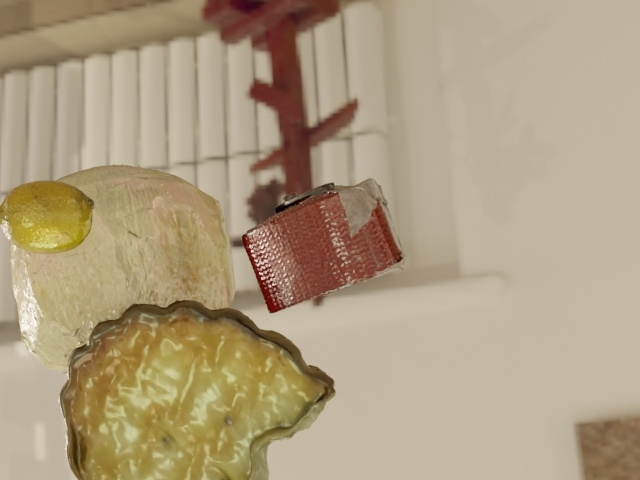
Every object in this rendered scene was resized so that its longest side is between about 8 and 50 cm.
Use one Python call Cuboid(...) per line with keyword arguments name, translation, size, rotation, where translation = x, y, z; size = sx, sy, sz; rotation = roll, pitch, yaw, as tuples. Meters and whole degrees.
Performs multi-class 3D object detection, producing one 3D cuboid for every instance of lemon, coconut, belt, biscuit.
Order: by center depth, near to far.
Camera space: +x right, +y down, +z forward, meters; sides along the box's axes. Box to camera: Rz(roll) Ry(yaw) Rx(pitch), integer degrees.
Cuboid(name="lemon", translation=(-0.303, -0.026, 1.495), size=(0.111, 0.082, 0.082), rotation=(-3, 162, -13))
Cuboid(name="belt", translation=(0.000, 0.000, 1.522), size=(0.128, 0.124, 0.201), rotation=(-19, 178, -42))
Cuboid(name="biscuit", translation=(-0.141, 0.226, 1.635), size=(0.335, 0.329, 0.078), rotation=(-10, -171, 7))
Cuboid(name="coconut", translation=(-0.262, 0.028, 1.816), size=(0.297, 0.254, 0.297), rotation=(-10, 168, -2))
